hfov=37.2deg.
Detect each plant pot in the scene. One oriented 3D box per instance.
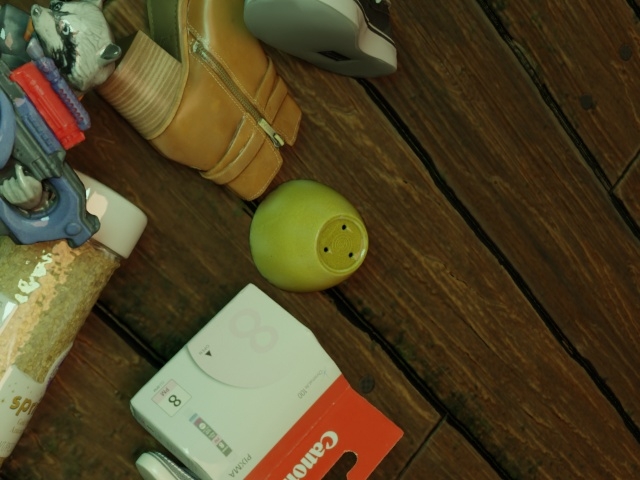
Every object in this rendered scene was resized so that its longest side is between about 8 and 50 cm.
[{"bbox_3d":[0.000,0.000,1.072,0.134,0.095,0.134,-4,98,-28],"label":"plant pot"}]

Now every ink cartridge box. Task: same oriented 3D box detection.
[{"bbox_3d":[-0.053,0.184,1.003,0.189,0.232,0.066,-45,159,-25],"label":"ink cartridge box"}]

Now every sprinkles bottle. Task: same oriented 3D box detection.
[{"bbox_3d":[-0.302,0.100,0.901,0.121,0.121,0.355,33,80,-28],"label":"sprinkles bottle"}]

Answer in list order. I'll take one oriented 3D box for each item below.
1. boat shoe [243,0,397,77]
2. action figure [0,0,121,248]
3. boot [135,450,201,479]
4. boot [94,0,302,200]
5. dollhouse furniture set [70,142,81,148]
[{"bbox_3d":[0.012,-0.247,0.976,0.306,0.113,0.105,5,86,-64],"label":"boat shoe"},{"bbox_3d":[-0.323,-0.139,0.747,0.330,0.178,0.341,-15,134,1],"label":"action figure"},{"bbox_3d":[-0.122,0.275,1.061,0.086,0.069,0.190,-50,124,-23],"label":"boot"},{"bbox_3d":[-0.085,-0.201,0.999,0.220,0.109,0.283,38,68,-34],"label":"boot"},{"bbox_3d":[-0.335,-0.141,0.906,0.151,0.123,0.144,-9,103,7],"label":"dollhouse furniture set"}]
